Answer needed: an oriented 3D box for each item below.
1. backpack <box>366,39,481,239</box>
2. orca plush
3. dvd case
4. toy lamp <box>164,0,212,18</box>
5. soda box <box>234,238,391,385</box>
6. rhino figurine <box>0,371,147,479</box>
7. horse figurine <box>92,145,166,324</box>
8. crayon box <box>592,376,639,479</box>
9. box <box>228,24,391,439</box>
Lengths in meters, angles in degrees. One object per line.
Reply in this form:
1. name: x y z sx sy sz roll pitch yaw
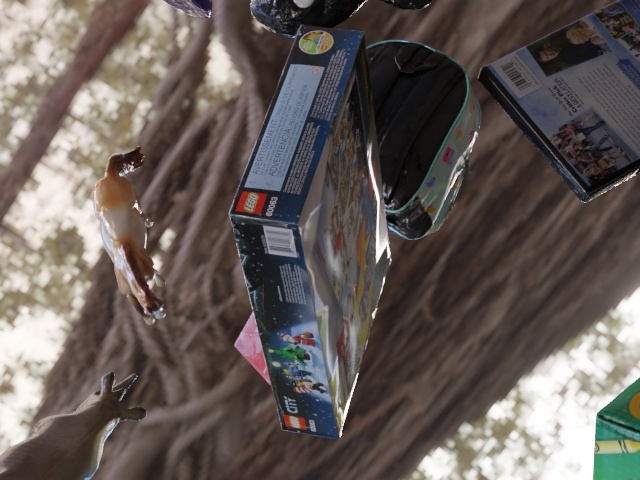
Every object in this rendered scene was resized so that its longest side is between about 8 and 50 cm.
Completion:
1. backpack: 0.080 -0.107 1.546 0.166 0.188 0.144 22 172 29
2. orca plush: 0.075 -0.259 1.437 0.287 0.151 0.102 -30 -103 -33
3. dvd case: 0.315 -0.159 1.534 0.253 0.022 0.180 -27 -113 -22
4. toy lamp: -0.094 -0.376 1.581 0.080 0.275 0.080 25 172 4
5. soda box: -0.014 0.072 1.981 0.092 0.263 0.083 46 -144 23
6. rhino figurine: -0.240 0.197 1.336 0.073 0.106 0.243 48 -130 -3
7. horse figurine: -0.243 -0.006 1.897 0.174 0.066 0.263 68 -172 -73
8. crayon box: 0.306 0.153 1.108 0.081 0.165 0.278 17 -148 37
9. box: 0.000 0.000 0.963 0.044 0.233 0.159 7 -128 14
